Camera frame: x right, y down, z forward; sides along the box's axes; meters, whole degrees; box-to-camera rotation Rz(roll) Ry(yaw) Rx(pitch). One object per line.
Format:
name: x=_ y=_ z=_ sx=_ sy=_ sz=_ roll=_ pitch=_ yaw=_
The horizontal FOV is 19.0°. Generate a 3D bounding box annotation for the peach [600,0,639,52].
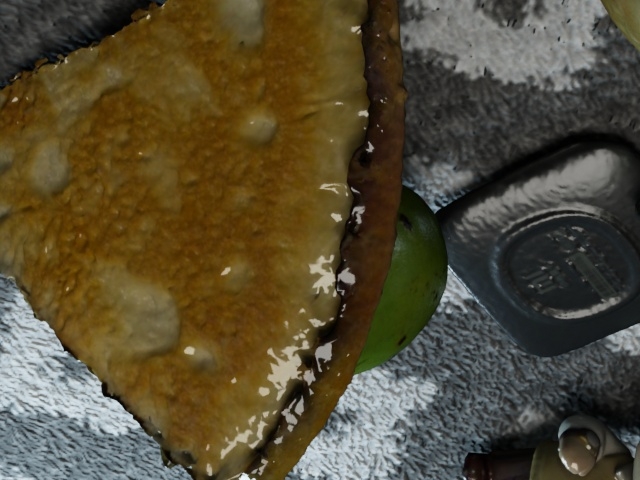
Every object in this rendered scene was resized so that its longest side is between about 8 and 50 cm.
peach: x=0.295 y=-0.203 z=1.379 sx=0.214 sy=0.214 sz=0.235 roll=-5 pitch=148 yaw=4

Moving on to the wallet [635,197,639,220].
wallet: x=0.386 y=-0.001 z=1.627 sx=0.149 sy=0.044 sz=0.250 roll=-43 pitch=121 yaw=9

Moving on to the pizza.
pizza: x=-0.078 y=-0.002 z=1.464 sx=0.435 sy=0.392 sz=0.080 roll=-27 pitch=165 yaw=28

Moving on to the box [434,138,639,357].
box: x=0.221 y=0.010 z=1.650 sx=0.201 sy=0.042 sz=0.212 roll=-27 pitch=125 yaw=21

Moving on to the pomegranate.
pomegranate: x=0.000 y=0.000 z=1.562 sx=0.202 sy=0.202 sz=0.248 roll=-7 pitch=103 yaw=5

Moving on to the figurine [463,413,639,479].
figurine: x=0.309 y=0.220 z=1.737 sx=0.365 sy=0.218 sz=0.206 roll=-3 pitch=151 yaw=9
